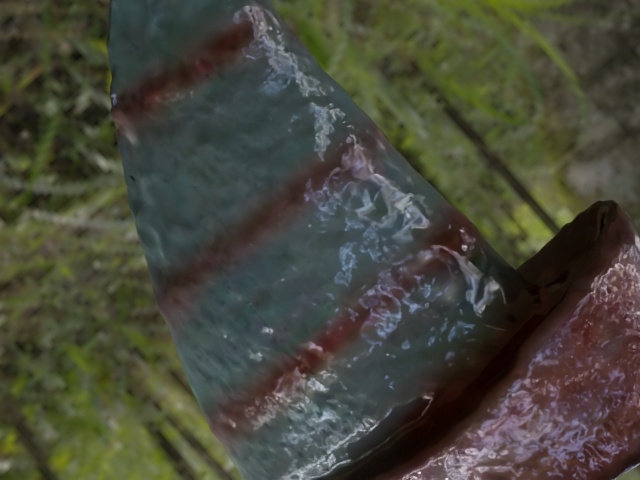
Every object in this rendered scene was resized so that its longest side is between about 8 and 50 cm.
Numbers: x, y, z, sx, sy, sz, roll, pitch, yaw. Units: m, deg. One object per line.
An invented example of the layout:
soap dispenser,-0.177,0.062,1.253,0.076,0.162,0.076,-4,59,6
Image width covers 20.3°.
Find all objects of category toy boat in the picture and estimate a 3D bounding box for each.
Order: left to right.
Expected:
toy boat,0.000,0.000,0.710,0.206,0.282,0.096,-35,-163,27
